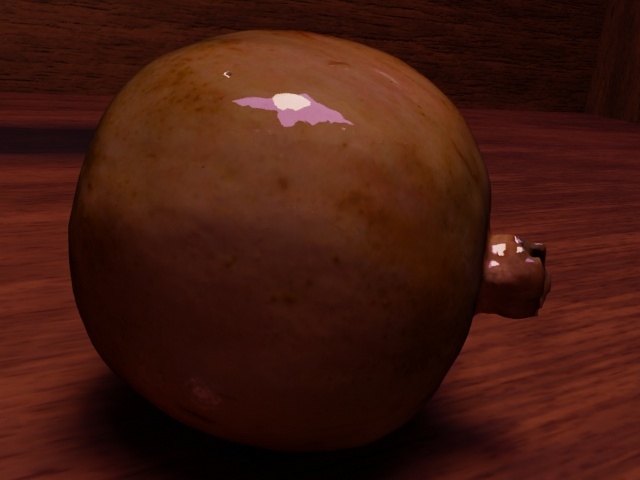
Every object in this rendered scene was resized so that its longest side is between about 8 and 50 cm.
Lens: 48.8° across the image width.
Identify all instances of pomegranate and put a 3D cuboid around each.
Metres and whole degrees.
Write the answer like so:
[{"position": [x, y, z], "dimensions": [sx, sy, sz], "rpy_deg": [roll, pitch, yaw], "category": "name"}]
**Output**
[{"position": [0.000, 0.000, 0.421], "dimensions": [0.270, 0.229, 0.252], "rpy_deg": [17, 20, 14], "category": "pomegranate"}]
